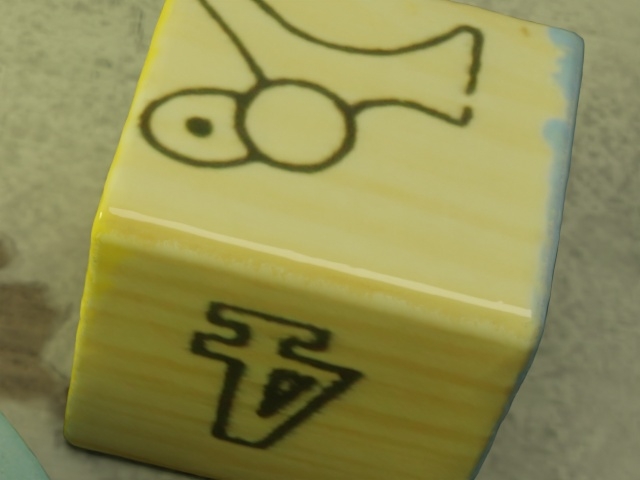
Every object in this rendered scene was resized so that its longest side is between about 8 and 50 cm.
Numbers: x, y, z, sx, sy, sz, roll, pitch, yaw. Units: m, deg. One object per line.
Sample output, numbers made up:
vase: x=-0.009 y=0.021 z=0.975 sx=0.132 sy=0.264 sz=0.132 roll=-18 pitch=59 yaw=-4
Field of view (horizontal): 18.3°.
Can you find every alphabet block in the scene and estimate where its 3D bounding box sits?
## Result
alphabet block: x=0.000 y=0.000 z=0.949 sx=0.197 sy=0.193 sz=0.192 roll=15 pitch=51 yaw=-1

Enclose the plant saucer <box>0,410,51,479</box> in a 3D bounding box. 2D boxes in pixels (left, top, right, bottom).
plant saucer: x=-0.185 y=0.093 z=0.875 sx=0.037 sy=0.195 sz=0.195 roll=-42 pitch=66 yaw=6
